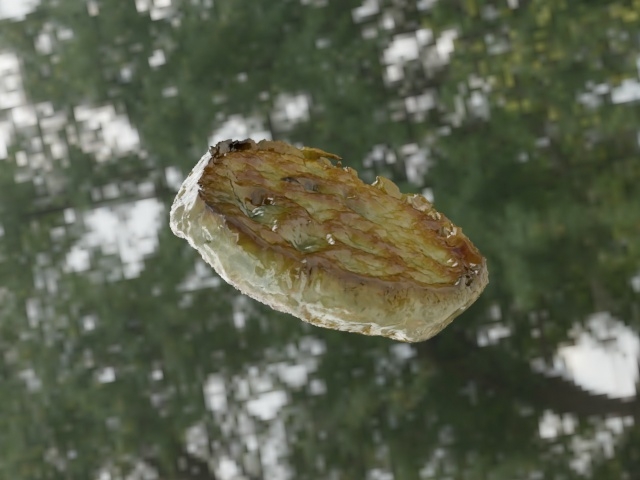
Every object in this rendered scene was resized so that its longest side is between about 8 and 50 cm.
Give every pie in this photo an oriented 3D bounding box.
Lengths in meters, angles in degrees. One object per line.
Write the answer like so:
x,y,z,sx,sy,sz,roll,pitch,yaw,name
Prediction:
0.000,0.000,1.767,0.315,0.315,0.092,-47,-19,-69,pie
